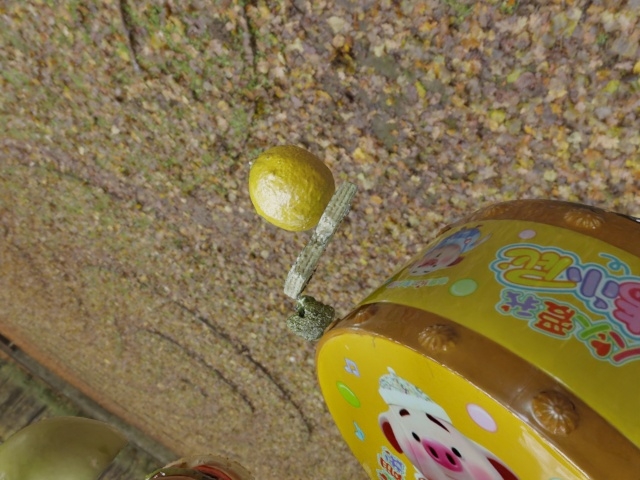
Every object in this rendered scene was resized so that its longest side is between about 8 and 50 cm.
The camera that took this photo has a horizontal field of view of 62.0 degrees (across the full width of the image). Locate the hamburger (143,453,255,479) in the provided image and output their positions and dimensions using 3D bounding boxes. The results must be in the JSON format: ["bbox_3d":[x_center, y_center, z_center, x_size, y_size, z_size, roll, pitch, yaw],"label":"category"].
[{"bbox_3d":[-0.281,0.639,1.149,0.330,0.329,0.250,26,-176,17],"label":"hamburger"}]

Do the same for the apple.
[{"bbox_3d":[-0.493,0.460,0.948,0.234,0.294,0.258,18,172,-19],"label":"apple"}]

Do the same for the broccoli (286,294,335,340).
[{"bbox_3d":[-0.026,0.198,1.375,0.130,0.131,0.120,-43,58,29],"label":"broccoli"}]

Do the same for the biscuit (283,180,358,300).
[{"bbox_3d":[0.000,0.000,1.113,0.046,0.249,0.147,29,158,3],"label":"biscuit"}]

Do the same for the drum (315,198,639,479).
[{"bbox_3d":[0.205,0.186,0.517,0.431,0.214,0.430,38,149,28],"label":"drum"}]

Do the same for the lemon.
[{"bbox_3d":[-0.068,-0.123,1.251,0.231,0.192,0.192,32,150,-6],"label":"lemon"}]
